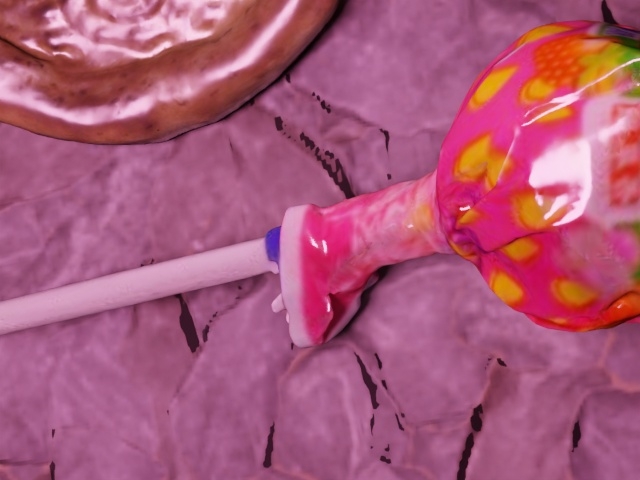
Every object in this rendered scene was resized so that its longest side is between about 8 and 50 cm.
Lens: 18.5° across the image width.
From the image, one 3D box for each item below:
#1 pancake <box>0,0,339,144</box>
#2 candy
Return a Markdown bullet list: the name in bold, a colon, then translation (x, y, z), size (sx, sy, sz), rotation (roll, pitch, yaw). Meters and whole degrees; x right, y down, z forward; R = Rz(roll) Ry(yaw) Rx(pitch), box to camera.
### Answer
- **pancake**: translation (-0.095, -0.160, 0.856), size (0.250, 0.031, 0.250), rotation (0, 89, 16)
- **candy**: translation (0.000, 0.000, 0.802), size (0.365, 0.124, 0.124), rotation (-14, 86, 25)
